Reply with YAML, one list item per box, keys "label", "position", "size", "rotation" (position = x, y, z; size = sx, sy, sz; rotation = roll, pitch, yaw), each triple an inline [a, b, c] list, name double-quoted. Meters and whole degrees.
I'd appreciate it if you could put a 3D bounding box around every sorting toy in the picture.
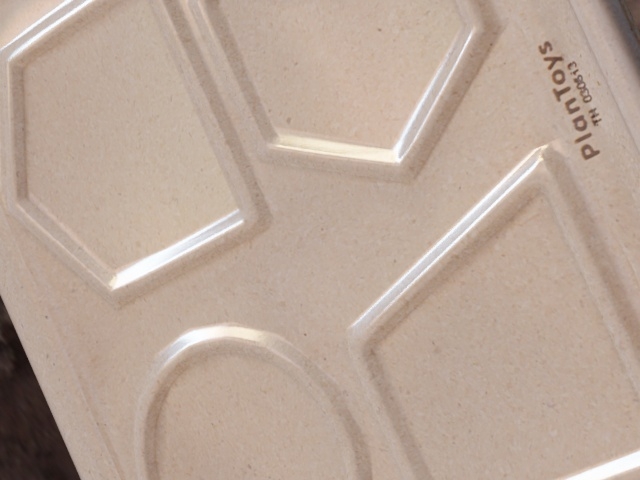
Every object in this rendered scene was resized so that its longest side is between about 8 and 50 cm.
- label: "sorting toy"
  position: [0.000, 0.000, 0.433]
  size: [0.038, 0.208, 0.193]
  rotation: [-20, -96, -49]
